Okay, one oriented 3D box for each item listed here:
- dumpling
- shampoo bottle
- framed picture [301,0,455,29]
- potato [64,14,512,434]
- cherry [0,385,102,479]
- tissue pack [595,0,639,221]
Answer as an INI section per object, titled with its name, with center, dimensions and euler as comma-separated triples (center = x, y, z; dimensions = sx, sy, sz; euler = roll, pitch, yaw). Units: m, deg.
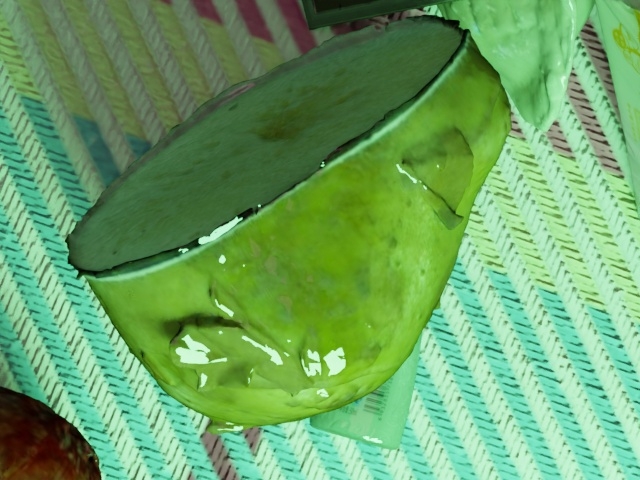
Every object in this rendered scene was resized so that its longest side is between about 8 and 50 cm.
[dumpling]
center = 0.143, -0.206, 0.886
dimensions = 0.132, 0.179, 0.252
euler = -3, 85, -6
[shampoo bottle]
center = 0.049, 0.055, 0.925
dimensions = 0.069, 0.041, 0.190
euler = 15, 84, 4
[framed picture]
center = 0.027, -0.251, 0.892
dimensions = 0.011, 0.142, 0.183
euler = -33, 113, -50
[potato]
center = 0.000, 0.000, 0.845
dimensions = 0.300, 0.246, 0.196
euler = -37, 117, -13
[cherry]
center = -0.256, 0.172, 0.815
dimensions = 0.250, 0.192, 0.175
euler = 24, 46, 6
[tissue pack]
center = 0.307, -0.113, 0.879
dimensions = 0.185, 0.124, 0.225
euler = -28, 128, -7
